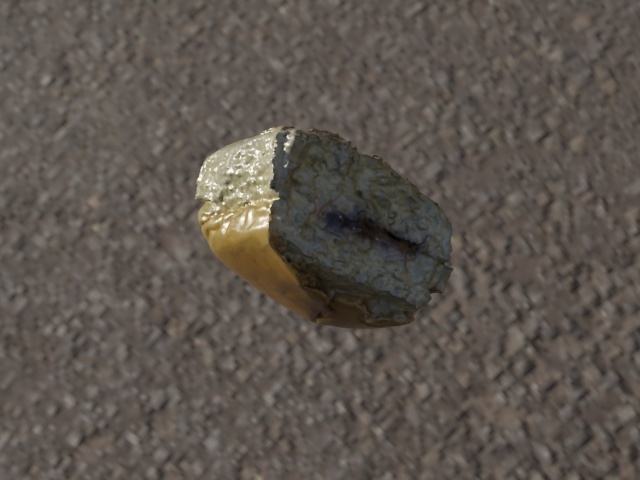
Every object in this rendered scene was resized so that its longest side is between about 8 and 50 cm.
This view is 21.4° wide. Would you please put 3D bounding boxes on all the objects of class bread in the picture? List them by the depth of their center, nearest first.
[{"bbox_3d":[-0.001,-0.001,0.903,0.106,0.125,0.082,-20,50,56],"label":"bread"}]
